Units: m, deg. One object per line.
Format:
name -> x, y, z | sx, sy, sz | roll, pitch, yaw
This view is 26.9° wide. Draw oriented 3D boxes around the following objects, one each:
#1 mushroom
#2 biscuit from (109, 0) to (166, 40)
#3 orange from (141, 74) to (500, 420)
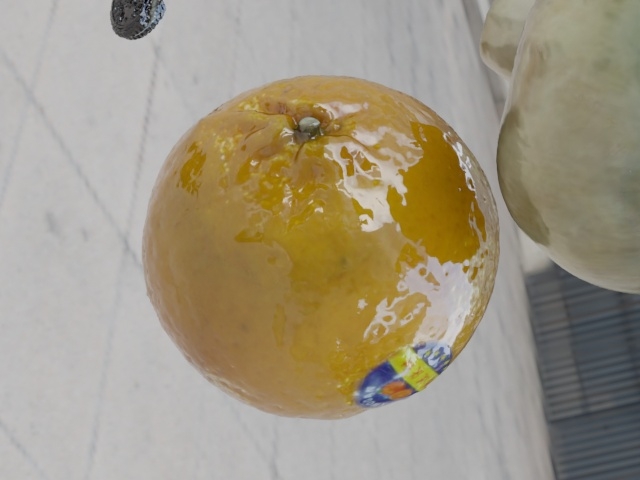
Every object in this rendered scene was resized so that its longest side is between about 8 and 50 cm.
mushroom -> 0.186, -0.089, 0.761 | 0.254, 0.234, 0.260 | -31, 127, -32
biscuit -> -0.179, -0.242, 1.331 | 0.027, 0.089, 0.087 | 23, 6, -39
orange -> -0.001, 0.002, 0.822 | 0.193, 0.219, 0.219 | 46, 31, -51
